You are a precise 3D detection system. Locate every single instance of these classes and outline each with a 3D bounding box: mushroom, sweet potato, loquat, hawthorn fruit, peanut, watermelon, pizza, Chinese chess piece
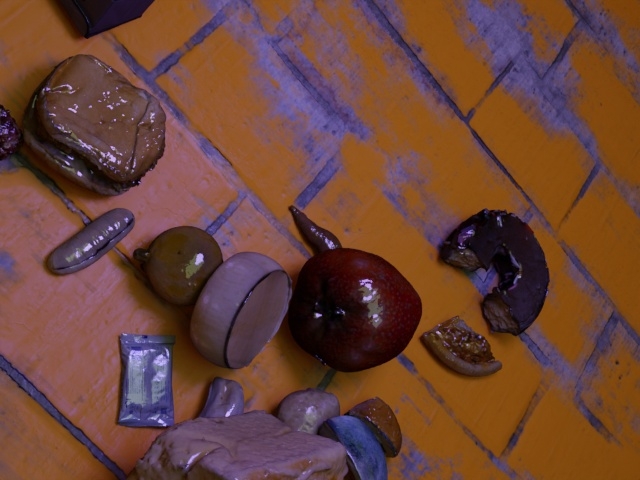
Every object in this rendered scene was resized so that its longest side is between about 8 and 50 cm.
[{"bbox_3d":[-0.271,0.442,1.787,0.122,0.095,0.351,39,60,-2],"label":"mushroom"},{"bbox_3d":[0.006,-0.002,2.062,0.068,0.068,0.226,-40,100,-31],"label":"sweet potato"},{"bbox_3d":[-0.299,0.052,1.808,0.204,0.149,0.172,11,78,-21],"label":"loquat"},{"bbox_3d":[0.106,0.154,1.983,0.369,0.284,0.285,-4,83,-44],"label":"hawthorn fruit"},{"bbox_3d":[-0.062,0.425,1.906,0.253,0.122,0.137,-46,106,-25],"label":"peanut"},{"bbox_3d":[0.094,0.554,1.904,0.188,0.175,0.322,-15,124,-36],"label":"watermelon"},{"bbox_3d":[0.378,0.286,2.246,0.271,0.056,0.134,36,72,-23],"label":"pizza"},{"bbox_3d":[-0.168,0.149,1.819,0.104,0.257,0.257,27,59,22],"label":"Chinese chess piece"}]

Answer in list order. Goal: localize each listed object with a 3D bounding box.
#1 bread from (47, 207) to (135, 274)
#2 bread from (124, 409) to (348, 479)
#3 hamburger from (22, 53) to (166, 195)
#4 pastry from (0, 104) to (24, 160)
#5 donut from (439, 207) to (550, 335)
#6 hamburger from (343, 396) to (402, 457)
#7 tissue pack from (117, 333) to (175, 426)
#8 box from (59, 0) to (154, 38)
[{"bbox_3d":[-0.469,0.002,1.767,0.214,0.053,0.073,-41,107,-31],"label":"bread"},{"bbox_3d":[-0.171,0.548,1.638,0.390,0.279,0.371,4,103,-53],"label":"bread"},{"bbox_3d":[-0.462,-0.232,1.761,0.283,0.144,0.259,38,52,-16],"label":"hamburger"},{"bbox_3d":[-0.674,-0.245,1.661,0.208,0.097,0.115,46,71,-19],"label":"pastry"},{"bbox_3d":[0.486,0.062,2.312,0.345,0.136,0.259,52,57,-15],"label":"donut"},{"bbox_3d":[0.146,0.436,2.052,0.176,0.087,0.102,45,62,-14],"label":"hamburger"},{"bbox_3d":[-0.364,0.295,1.792,0.122,0.026,0.193,6,78,-31],"label":"tissue pack"},{"bbox_3d":[-0.475,-0.593,1.800,0.188,0.153,0.252,-40,101,-44],"label":"box"}]
